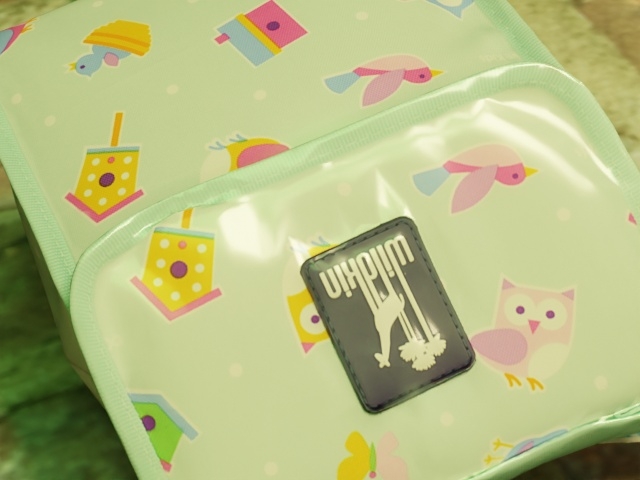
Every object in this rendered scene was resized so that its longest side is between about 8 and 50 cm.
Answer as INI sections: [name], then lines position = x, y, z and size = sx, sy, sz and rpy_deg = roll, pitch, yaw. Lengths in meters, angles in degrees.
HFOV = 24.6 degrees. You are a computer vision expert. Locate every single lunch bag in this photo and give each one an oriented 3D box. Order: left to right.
[lunch bag]
position = 0.000, 0.000, 0.594
size = 0.223, 0.160, 0.262
rpy_deg = -23, 52, -9

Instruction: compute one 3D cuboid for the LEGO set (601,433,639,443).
[LEGO set]
position = 0.133, 0.033, 0.670
size = 0.244, 0.060, 0.182
rpy_deg = -4, 45, 10
